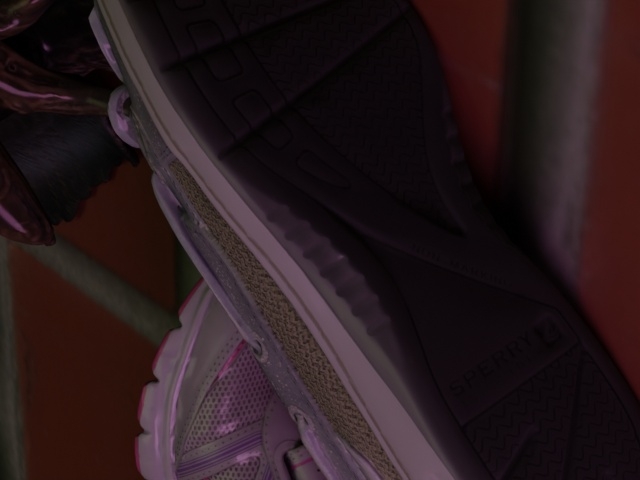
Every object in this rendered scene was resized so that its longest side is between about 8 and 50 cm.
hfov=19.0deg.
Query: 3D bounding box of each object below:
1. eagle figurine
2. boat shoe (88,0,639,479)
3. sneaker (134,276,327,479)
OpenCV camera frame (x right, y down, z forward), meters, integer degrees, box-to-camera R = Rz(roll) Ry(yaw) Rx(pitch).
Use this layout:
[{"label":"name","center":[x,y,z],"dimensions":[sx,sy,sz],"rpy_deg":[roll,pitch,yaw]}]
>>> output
[{"label":"eagle figurine","center":[-0.175,-0.102,0.877],"dimensions":[0.226,0.225,0.298],"rpy_deg":[-55,15,7]},{"label":"boat shoe","center":[0.003,0.000,0.701],"dimensions":[0.320,0.118,0.103],"rpy_deg":[56,141,8]},{"label":"sneaker","center":[-0.003,0.122,0.799],"dimensions":[0.111,0.103,0.252],"rpy_deg":[7,107,31]}]
